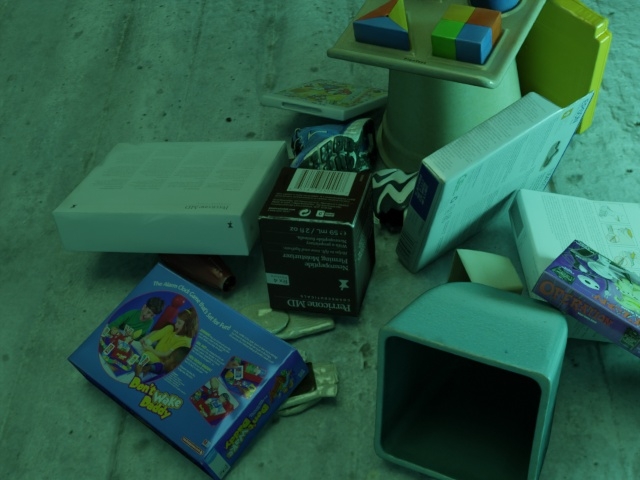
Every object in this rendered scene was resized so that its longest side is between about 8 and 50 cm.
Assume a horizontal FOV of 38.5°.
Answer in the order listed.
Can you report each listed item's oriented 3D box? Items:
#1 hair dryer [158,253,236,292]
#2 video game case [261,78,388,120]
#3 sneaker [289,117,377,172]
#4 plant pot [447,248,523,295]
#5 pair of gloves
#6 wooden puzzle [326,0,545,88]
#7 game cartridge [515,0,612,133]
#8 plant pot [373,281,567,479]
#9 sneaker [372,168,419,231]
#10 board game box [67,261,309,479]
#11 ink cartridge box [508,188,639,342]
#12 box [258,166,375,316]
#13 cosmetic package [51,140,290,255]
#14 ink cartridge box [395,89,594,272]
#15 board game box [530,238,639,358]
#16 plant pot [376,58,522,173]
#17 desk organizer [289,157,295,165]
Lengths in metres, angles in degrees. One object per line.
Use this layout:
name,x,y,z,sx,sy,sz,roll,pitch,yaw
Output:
hair dryer,-0.208,-0.014,1.776,0.223,0.080,0.294,-11,46,2
video game case,0.020,-0.307,1.980,0.206,0.026,0.227,15,25,29
sneaker,0.003,-0.157,1.808,0.147,0.130,0.330,-2,17,22
plant pot,0.285,0.083,1.575,0.096,0.109,0.109,-6,44,-12
pair of gloves,-0.073,0.193,1.578,0.204,0.042,0.240,-9,45,3
wooden puzzle,0.220,-0.420,1.655,0.322,0.081,0.348,16,51,25
game cartridge,0.432,-0.400,1.849,0.052,0.285,0.323,-38,61,-20
plant pot,0.248,0.199,1.383,0.247,0.247,0.252,15,33,24
sneaker,0.202,-0.071,1.739,0.234,0.094,0.153,-2,49,13
board game box,-0.225,0.209,1.536,0.347,0.078,0.233,28,67,34
ink cartridge box,0.482,0.044,1.596,0.261,0.066,0.296,7,45,-9
box,0.000,0.000,1.615,0.168,0.203,0.167,4,37,13
cosmetic package,-0.275,-0.087,1.759,0.377,0.098,0.284,1,31,17
ink cartridge box,0.293,-0.112,1.604,0.330,0.324,0.071,-32,68,-19
board game box,0.506,0.126,1.397,0.346,0.056,0.208,33,31,17
plant pot,0.264,-0.320,1.821,0.333,0.306,0.334,-5,46,6
desk organizer,-0.063,-0.109,1.864,0.050,0.047,0.130,-8,45,6
